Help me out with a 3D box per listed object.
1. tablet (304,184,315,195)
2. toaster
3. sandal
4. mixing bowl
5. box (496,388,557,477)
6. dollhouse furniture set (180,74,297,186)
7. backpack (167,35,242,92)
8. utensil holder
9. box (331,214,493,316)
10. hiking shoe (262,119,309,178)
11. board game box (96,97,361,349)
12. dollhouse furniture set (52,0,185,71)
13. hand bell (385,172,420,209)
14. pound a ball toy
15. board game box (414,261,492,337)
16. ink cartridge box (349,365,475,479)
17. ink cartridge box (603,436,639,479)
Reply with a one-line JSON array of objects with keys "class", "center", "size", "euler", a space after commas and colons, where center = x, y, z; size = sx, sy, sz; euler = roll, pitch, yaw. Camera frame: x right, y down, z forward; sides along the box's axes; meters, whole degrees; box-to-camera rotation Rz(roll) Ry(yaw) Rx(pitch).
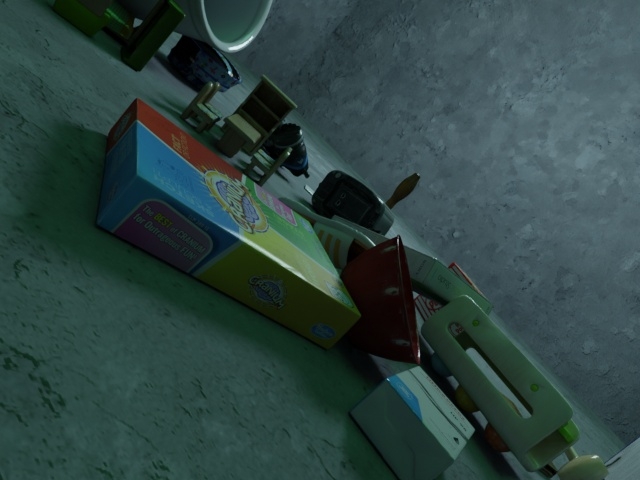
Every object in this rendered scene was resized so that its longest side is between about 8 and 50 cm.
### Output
[{"class": "tablet", "center": [-0.013, -0.127, 1.429], "size": [0.083, 0.006, 0.054], "euler": [41, 13, -11]}, {"class": "toaster", "center": [0.096, -0.075, 1.286], "size": [0.227, 0.129, 0.146], "euler": [37, 6, 25]}, {"class": "sandal", "center": [0.004, 0.005, 0.912], "size": [0.265, 0.076, 0.102], "euler": [27, -14, 35]}, {"class": "mixing bowl", "center": [0.078, 0.088, 0.707], "size": [0.181, 0.098, 0.182], "euler": [-9, 90, -78]}, {"class": "box", "center": [0.371, 0.354, 1.005], "size": [0.164, 0.021, 0.201], "euler": [39, 14, -16]}, {"class": "dollhouse furniture set", "center": [-0.146, -0.265, 1.094], "size": [0.212, 0.161, 0.242], "euler": [41, 12, -12]}, {"class": "backpack", "center": [-0.307, -0.470, 1.372], "size": [0.173, 0.117, 0.158], "euler": [45, 12, 9]}, {"class": "utensil holder", "center": [-0.345, -0.668, 1.190], "size": [0.385, 0.328, 0.327], "euler": [23, 8, 14]}, {"class": "box", "center": [0.177, 0.058, 1.065], "size": [0.232, 0.059, 0.322], "euler": [34, -3, -38]}, {"class": "hiking shoe", "center": [-0.122, -0.266, 1.390], "size": [0.304, 0.113, 0.132], "euler": [51, -17, 57]}, {"class": "board game box", "center": [-0.110, -0.021, 0.625], "size": [0.316, 0.064, 0.242], "euler": [35, 15, -34]}, {"class": "dollhouse furniture set", "center": [-0.427, -0.513, 1.052], "size": [0.197, 0.151, 0.302], "euler": [34, 15, -38]}, {"class": "hand bell", "center": [0.187, -0.092, 1.392], "size": [0.126, 0.242, 0.126], "euler": [42, 12, -11]}, {"class": "pound a ball toy", "center": [0.318, 0.278, 0.869], "size": [0.208, 0.135, 0.319], "euler": [50, 4, -44]}, {"class": "board game box", "center": [0.312, 0.152, 1.204], "size": [0.045, 0.147, 0.193], "euler": [40, 12, -18]}, {"class": "ink cartridge box", "center": [0.117, 0.209, 0.588], "size": [0.104, 0.060, 0.180], "euler": [48, 13, 22]}, {"class": "ink cartridge box", "center": [0.462, 0.407, 0.754], "size": [0.069, 0.176, 0.371], "euler": [48, 13, 21]}]
